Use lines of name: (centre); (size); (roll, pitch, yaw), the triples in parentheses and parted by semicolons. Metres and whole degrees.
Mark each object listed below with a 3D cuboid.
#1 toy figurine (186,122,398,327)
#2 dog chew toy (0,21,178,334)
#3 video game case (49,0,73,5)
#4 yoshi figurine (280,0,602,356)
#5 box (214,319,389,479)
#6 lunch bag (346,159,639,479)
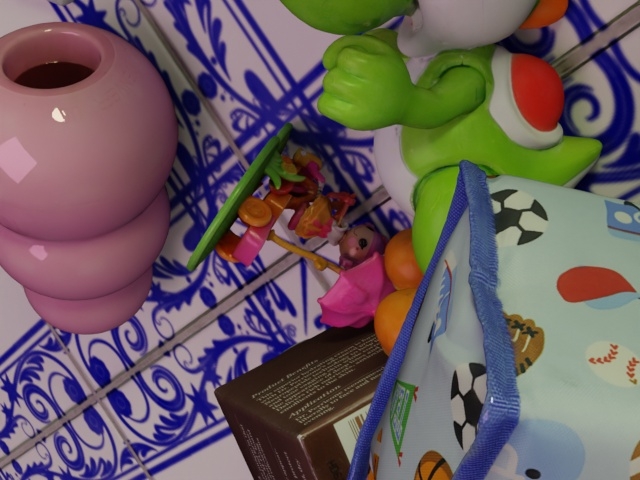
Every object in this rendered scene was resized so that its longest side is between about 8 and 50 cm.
toy figurine: (0.000, 0.000, 0.994); (0.159, 0.173, 0.130); (33, 130, -2)
dog chew toy: (-0.234, -0.039, 1.152); (0.206, 0.206, 0.332); (32, 142, 27)
video game case: (-0.307, -0.338, 1.162); (0.173, 0.022, 0.190); (25, 131, 32)
yoshi figurine: (0.051, -0.107, 0.818); (0.203, 0.203, 0.362); (22, 126, 43)
box: (0.046, 0.170, 0.973); (0.167, 0.168, 0.203); (67, 161, -12)
lunch bag: (0.186, 0.172, 0.738); (0.328, 0.239, 0.385); (11, 129, -4)
